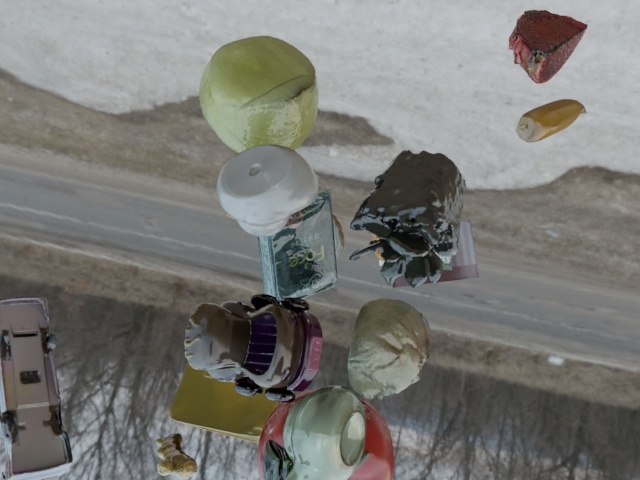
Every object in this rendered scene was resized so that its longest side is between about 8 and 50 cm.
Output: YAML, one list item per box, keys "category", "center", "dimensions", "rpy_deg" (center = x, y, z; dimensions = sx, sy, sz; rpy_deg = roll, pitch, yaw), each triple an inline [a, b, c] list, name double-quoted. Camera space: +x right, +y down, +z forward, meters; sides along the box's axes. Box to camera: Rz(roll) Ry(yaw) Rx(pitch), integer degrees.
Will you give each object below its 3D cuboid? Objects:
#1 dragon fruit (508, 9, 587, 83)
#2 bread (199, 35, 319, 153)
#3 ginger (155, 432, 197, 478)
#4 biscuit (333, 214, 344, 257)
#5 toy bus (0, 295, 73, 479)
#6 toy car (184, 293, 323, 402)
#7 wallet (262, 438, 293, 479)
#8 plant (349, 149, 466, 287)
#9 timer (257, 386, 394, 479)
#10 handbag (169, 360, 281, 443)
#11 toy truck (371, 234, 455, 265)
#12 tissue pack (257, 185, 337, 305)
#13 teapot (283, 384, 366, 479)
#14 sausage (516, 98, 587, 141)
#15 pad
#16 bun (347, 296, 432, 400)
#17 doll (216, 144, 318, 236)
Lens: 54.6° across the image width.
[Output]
- category: "dragon fruit"
  center: [0.604, -0.527, 1.703]
  dimensions: [0.162, 0.261, 0.189]
  rpy_deg: [16, 129, 41]
- category: "bread"
  center: [-0.153, -0.364, 1.603]
  dimensions: [0.320, 0.321, 0.237]
  rpy_deg: [17, 136, -11]
- category: "ginger"
  center: [-0.441, 0.651, 1.881]
  dimensions: [0.117, 0.065, 0.299]
  rpy_deg: [18, 175, -16]
- category: "biscuit"
  center: [0.000, 0.000, 2.346]
  dimensions: [0.208, 0.181, 0.049]
  rpy_deg: [-36, 161, 33]
- category: "toy bus"
  center: [-0.447, 0.226, 0.942]
  dimensions: [0.090, 0.274, 0.112]
  rpy_deg: [-2, 148, -33]
- category: "toy car"
  center: [-0.179, 0.258, 1.575]
  dimensions: [0.340, 0.272, 0.240]
  rpy_deg: [-2, 164, 40]
- category: "wallet"
  center: [-0.097, 0.579, 1.371]
  dimensions: [0.055, 0.236, 0.160]
  rpy_deg: [1, 177, -16]
- category: "plant"
  center: [0.185, -0.035, 1.254]
  dimensions: [0.198, 0.276, 0.188]
  rpy_deg: [3, 143, 33]
- category: "timer"
  center: [0.014, 0.589, 1.715]
  dimensions: [0.377, 0.378, 0.279]
  rpy_deg: [15, -157, -5]
- category: "handbag"
  center: [-0.332, 0.576, 2.305]
  dimensions: [0.400, 0.283, 0.133]
  rpy_deg: [7, 155, 16]
- category: "toy truck"
  center: [0.252, 0.009, 1.624]
  dimensions: [0.114, 0.136, 0.270]
  rpy_deg: [1, -171, 40]
- category: "tissue pack"
  center: [-0.069, 0.014, 1.822]
  dimensions: [0.227, 0.316, 0.103]
  rpy_deg: [-19, -152, -28]
- category: "teapot"
  center: [-0.022, 0.434, 1.272]
  dimensions: [0.149, 0.220, 0.318]
  rpy_deg: [1, -161, 32]
- category: "sausage"
  center: [0.790, -0.414, 2.082]
  dimensions: [0.328, 0.112, 0.112]
  rpy_deg: [-22, -177, -29]
- category: "pad"
  center: [0.373, 0.049, 2.104]
  dimensions: [0.299, 0.202, 0.005]
  rpy_deg: [-8, -173, 20]
- category: "bun"
  center: [0.200, 0.290, 1.691]
  dimensions: [0.204, 0.282, 0.281]
  rpy_deg: [5, 163, 16]
- category: "doll"
  center: [-0.120, -0.099, 1.443]
  dimensions: [0.250, 0.221, 0.221]
  rpy_deg: [-11, 157, 18]
